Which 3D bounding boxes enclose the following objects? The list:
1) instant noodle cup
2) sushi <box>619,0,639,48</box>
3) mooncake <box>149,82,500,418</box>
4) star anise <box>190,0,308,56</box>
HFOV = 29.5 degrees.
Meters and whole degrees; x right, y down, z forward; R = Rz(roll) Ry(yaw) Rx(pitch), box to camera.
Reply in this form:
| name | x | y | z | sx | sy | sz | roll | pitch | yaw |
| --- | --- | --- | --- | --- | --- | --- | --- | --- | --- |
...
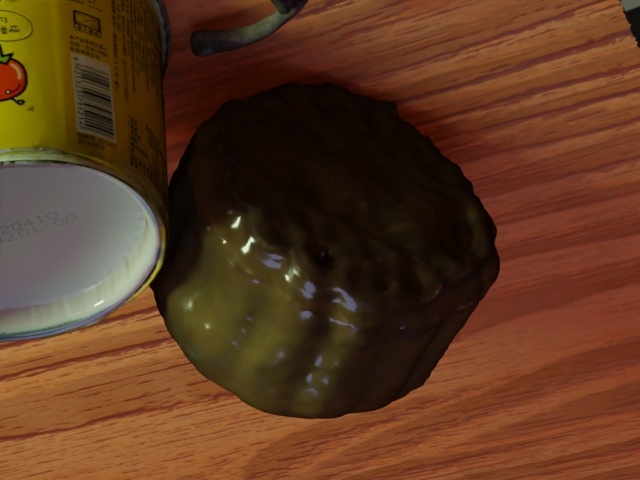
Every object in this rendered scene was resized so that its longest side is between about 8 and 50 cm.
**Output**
| name | x | y | z | sx | sy | sz | roll | pitch | yaw |
| --- | --- | --- | --- | --- | --- | --- | --- | --- | --- |
| instant noodle cup | -0.272 | -0.081 | 1.069 | 0.325 | 0.254 | 0.326 | -11 | 144 | -8 |
| sushi | 0.378 | -0.336 | 0.962 | 0.359 | 0.064 | 0.343 | -19 | 138 | 19 |
| mooncake | 0.001 | 0.002 | 1.159 | 0.324 | 0.324 | 0.187 | 15 | 134 | -15 |
| star anise | -0.080 | -0.309 | 0.973 | 0.359 | 0.139 | 0.316 | -18 | 129 | 42 |
